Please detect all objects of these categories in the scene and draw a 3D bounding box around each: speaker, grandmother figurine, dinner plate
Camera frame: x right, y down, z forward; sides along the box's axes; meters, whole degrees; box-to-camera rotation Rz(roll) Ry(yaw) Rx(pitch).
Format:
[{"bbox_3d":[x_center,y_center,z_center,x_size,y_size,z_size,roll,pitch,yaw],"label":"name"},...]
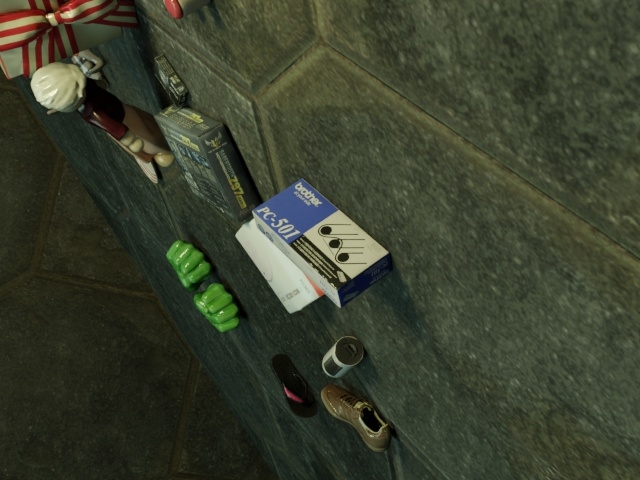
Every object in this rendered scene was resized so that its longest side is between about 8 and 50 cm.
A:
[{"bbox_3d":[0.041,0.218,1.597,0.055,0.055,0.136,53,161,9],"label":"speaker"},{"bbox_3d":[-0.400,-0.236,1.618,0.208,0.104,0.342,39,-173,32],"label":"grandmother figurine"},{"bbox_3d":[-0.443,-0.207,2.149,0.141,0.017,0.141,47,159,24],"label":"dinner plate"}]

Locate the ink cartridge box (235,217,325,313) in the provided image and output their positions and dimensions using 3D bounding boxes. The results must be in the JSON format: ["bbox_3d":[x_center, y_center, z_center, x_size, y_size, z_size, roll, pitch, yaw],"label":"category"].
[{"bbox_3d":[-0.065,0.033,1.547,0.189,0.066,0.232,56,166,0],"label":"ink cartridge box"}]

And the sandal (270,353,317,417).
[{"bbox_3d":[-0.064,0.359,2.100,0.179,0.067,0.040,60,150,-5],"label":"sandal"}]

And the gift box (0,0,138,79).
[{"bbox_3d":[-0.486,-0.446,1.495,0.258,0.255,0.276,57,167,26],"label":"gift box"}]

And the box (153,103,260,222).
[{"bbox_3d":[-0.212,-0.148,1.594,0.233,0.059,0.183,29,149,56],"label":"box"}]

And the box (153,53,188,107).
[{"bbox_3d":[-0.274,-0.291,1.569,0.083,0.018,0.067,55,163,1],"label":"box"}]

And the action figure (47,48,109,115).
[{"bbox_3d":[-0.659,-0.466,2.014,0.341,0.179,0.330,-34,86,47],"label":"action figure"}]

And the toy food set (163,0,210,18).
[{"bbox_3d":[-0.228,-0.380,1.156,0.111,0.104,0.232,45,159,30],"label":"toy food set"}]

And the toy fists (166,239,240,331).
[{"bbox_3d":[-0.306,0.121,2.249,0.279,0.096,0.142,57,161,2],"label":"toy fists"}]

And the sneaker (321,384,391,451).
[{"bbox_3d":[0.077,0.341,1.734,0.188,0.066,0.071,38,139,31],"label":"sneaker"}]

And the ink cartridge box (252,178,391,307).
[{"bbox_3d":[0.000,0.000,1.250,0.207,0.097,0.046,43,158,36],"label":"ink cartridge box"}]
